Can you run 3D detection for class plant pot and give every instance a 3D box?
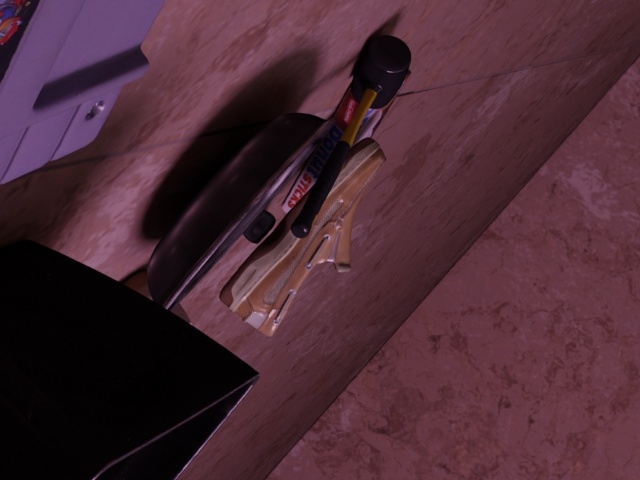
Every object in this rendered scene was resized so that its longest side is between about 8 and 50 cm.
[{"bbox_3d":[-0.184,0.109,0.960,0.187,0.167,0.188,-52,169,26],"label":"plant pot"}]

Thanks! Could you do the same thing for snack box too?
[{"bbox_3d":[0.021,-0.086,1.412,0.064,0.022,0.178,-36,166,-38],"label":"snack box"}]

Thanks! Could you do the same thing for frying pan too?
[{"bbox_3d":[-0.047,-0.041,1.248,0.197,0.053,0.326,-49,-179,22],"label":"frying pan"}]

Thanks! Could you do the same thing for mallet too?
[{"bbox_3d":[0.023,-0.083,1.244,0.189,0.039,0.062,-64,-179,-39],"label":"mallet"}]

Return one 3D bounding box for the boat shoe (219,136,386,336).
[{"bbox_3d":[0.000,0.000,1.372,0.190,0.072,0.068,-49,178,7],"label":"boat shoe"}]

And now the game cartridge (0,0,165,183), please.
[{"bbox_3d":[-0.110,-0.134,0.638,0.230,0.068,0.355,-40,169,-50],"label":"game cartridge"}]

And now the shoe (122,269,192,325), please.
[{"bbox_3d":[-0.188,0.105,1.221,0.219,0.058,0.076,-41,168,-27],"label":"shoe"}]
